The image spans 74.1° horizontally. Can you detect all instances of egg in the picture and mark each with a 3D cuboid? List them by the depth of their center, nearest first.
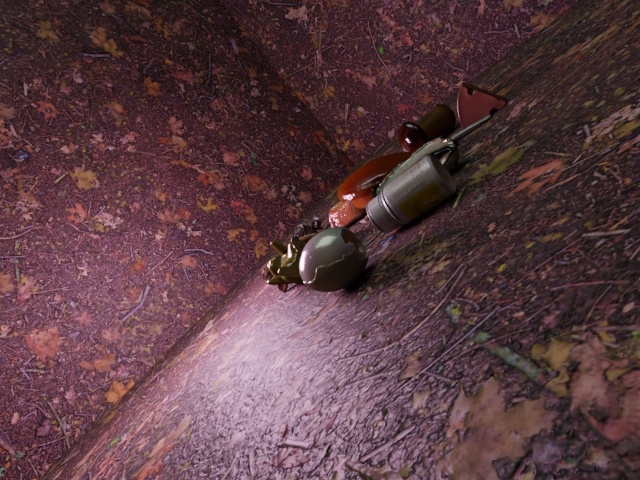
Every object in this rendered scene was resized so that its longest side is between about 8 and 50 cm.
[{"bbox_3d":[0.028,0.066,1.265,0.217,0.183,0.183,-41,8,22],"label":"egg"}]

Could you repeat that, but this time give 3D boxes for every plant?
[{"bbox_3d":[-0.073,-0.052,2.418,0.203,0.131,0.142,-43,6,-23],"label":"plant"}]

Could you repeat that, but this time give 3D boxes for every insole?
[{"bbox_3d":[0.148,0.022,1.530,0.193,0.006,0.065,-40,9,6],"label":"insole"}]

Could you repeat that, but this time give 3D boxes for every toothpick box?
[{"bbox_3d":[0.534,-0.554,2.141,0.294,0.192,0.192,-37,8,-12],"label":"toothpick box"}]

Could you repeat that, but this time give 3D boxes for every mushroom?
[{"bbox_3d":[0.346,-0.214,1.496,0.344,0.130,0.247,-44,26,-11],"label":"mushroom"}]

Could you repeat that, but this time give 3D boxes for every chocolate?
[{"bbox_3d":[-0.220,0.111,2.488,0.329,0.065,0.102,-45,-9,-28],"label":"chocolate"}]

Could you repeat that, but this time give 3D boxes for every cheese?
[{"bbox_3d":[0.662,-0.603,1.824,0.203,0.177,0.128,-35,11,35],"label":"cheese"}]

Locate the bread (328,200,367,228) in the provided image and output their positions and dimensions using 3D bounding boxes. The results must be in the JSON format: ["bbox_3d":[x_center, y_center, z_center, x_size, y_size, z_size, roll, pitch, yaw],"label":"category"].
[{"bbox_3d":[0.154,-0.162,2.027,0.244,0.123,0.190,-34,10,32],"label":"bread"}]

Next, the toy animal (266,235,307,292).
[{"bbox_3d":[-0.146,0.112,1.741,0.363,0.180,0.181,-20,54,55],"label":"toy animal"}]

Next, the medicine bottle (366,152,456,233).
[{"bbox_3d":[0.276,-0.137,1.317,0.258,0.143,0.143,-35,11,31],"label":"medicine bottle"}]

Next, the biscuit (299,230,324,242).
[{"bbox_3d":[0.000,0.001,1.795,0.261,0.037,0.262,-11,-9,-2],"label":"biscuit"}]

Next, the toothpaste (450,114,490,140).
[{"bbox_3d":[0.633,-0.474,1.807,0.197,0.029,0.048,-31,13,35],"label":"toothpaste"}]

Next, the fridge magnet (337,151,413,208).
[{"bbox_3d":[0.240,-0.255,1.772,0.363,0.155,0.363,-28,14,8],"label":"fridge magnet"}]
